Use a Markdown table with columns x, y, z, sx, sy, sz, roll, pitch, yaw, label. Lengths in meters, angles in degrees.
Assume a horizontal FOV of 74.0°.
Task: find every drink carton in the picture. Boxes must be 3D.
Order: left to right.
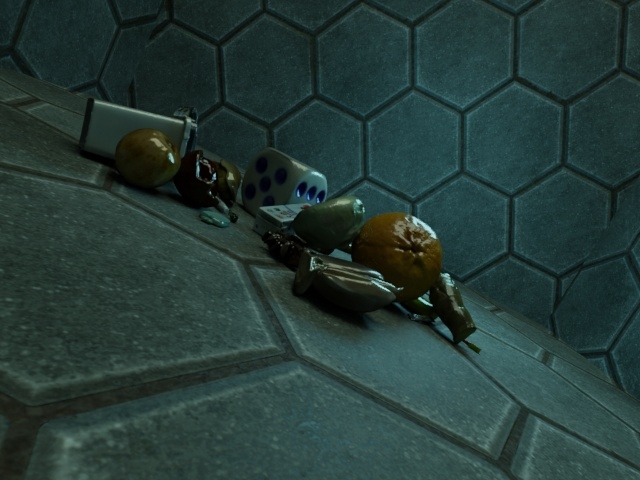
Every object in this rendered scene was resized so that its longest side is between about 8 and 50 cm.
| x | y | z | sx | sy | sz | roll | pitch | yaw | label |
| --- | --- | --- | --- | --- | --- | --- | --- | --- | --- |
| -0.111 | -0.072 | 1.705 | 0.130 | 0.107 | 0.315 | 30 | 24 | 29 | drink carton |

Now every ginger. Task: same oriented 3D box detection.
| x | y | z | sx | sy | sz | roll | pitch | yaw | label |
| --- | --- | --- | --- | --- | --- | --- | --- | --- | --- |
| 0.471 | 0.241 | 1.556 | 0.116 | 0.109 | 0.263 | 23 | 39 | -42 | ginger |

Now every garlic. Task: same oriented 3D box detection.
| x | y | z | sx | sy | sz | roll | pitch | yaw | label |
| --- | --- | --- | --- | --- | --- | --- | --- | --- | --- |
| 0.065 | 0.122 | 1.251 | 0.325 | 0.132 | 0.279 | 21 | 12 | -22 | garlic |

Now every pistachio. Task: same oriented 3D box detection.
| x | y | z | sx | sy | sz | roll | pitch | yaw | label |
| --- | --- | --- | --- | --- | --- | --- | --- | --- | --- |
| -0.431 | -0.253 | 1.863 | 0.166 | 0.197 | 0.288 | -16 | 27 | 0 | pistachio |

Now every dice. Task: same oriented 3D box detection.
| x | y | z | sx | sy | sz | roll | pitch | yaw | label |
| --- | --- | --- | --- | --- | --- | --- | --- | --- | --- |
| -0.168 | -0.226 | 1.948 | 0.304 | 0.304 | 0.277 | 33 | 11 | 34 | dice |

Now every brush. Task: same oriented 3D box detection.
| x | y | z | sx | sy | sz | roll | pitch | yaw | label |
| --- | --- | --- | --- | --- | --- | --- | --- | --- | --- |
| 0.546 | 0.381 | 1.555 | 0.083 | 0.019 | 0.021 | 32 | 1 | 26 | brush |

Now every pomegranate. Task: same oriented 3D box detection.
| x | y | z | sx | sy | sz | roll | pitch | yaw | label |
| --- | --- | --- | --- | --- | --- | --- | --- | --- | --- |
| -0.562 | -0.264 | 1.391 | 0.207 | 0.207 | 0.207 | 27 | 9 | -5 | pomegranate |

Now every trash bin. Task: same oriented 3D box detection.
| x | y | z | sx | sy | sz | roll | pitch | yaw | label |
| --- | --- | --- | --- | --- | --- | --- | --- | --- | --- |
| -0.658 | -0.395 | 1.556 | 0.367 | 0.296 | 0.256 | 11 | 10 | -37 | trash bin |

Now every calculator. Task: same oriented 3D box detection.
| x | y | z | sx | sy | sz | roll | pitch | yaw | label |
| --- | --- | --- | --- | --- | --- | --- | --- | --- | --- |
| -0.361 | -0.075 | 1.456 | 0.095 | 0.021 | 0.153 | 28 | 6 | 8 | calculator |

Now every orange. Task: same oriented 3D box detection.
| x | y | z | sx | sy | sz | roll | pitch | yaw | label |
| --- | --- | --- | --- | --- | --- | --- | --- | --- | --- |
| 0.283 | 0.058 | 1.560 | 0.340 | 0.341 | 0.293 | 26 | -23 | -6 | orange |

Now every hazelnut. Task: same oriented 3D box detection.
| x | y | z | sx | sy | sz | roll | pitch | yaw | label |
| --- | --- | --- | --- | --- | --- | --- | --- | --- | --- |
| -0.431 | -0.212 | 1.525 | 0.202 | 0.160 | 0.170 | 53 | 18 | -27 | hazelnut |

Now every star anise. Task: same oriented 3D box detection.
| x | y | z | sx | sy | sz | roll | pitch | yaw | label |
| --- | --- | --- | --- | --- | --- | --- | --- | --- | --- |
| -0.091 | 0.026 | 1.440 | 0.220 | 0.099 | 0.214 | 29 | 12 | 10 | star anise |

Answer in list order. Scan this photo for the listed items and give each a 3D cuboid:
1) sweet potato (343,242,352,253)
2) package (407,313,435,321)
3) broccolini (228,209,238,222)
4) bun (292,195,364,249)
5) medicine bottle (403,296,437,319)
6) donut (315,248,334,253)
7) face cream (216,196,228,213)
| x | y | z | sx | sy | sz | roll | pitch | yaw | label |
| --- | --- | --- | --- | --- | --- | --- | --- | --- | --- |
| 0.116 | 0.024 | 2.164 | 0.264 | 0.057 | 0.057 | 24 | 10 | -29 | sweet potato |
| 0.368 | 0.283 | 1.546 | 0.110 | 0.015 | 0.037 | 11 | 27 | -24 | package |
| -0.343 | -0.099 | 1.630 | 0.035 | 0.030 | 0.140 | 17 | 10 | -26 | broccolini |
| 0.042 | -0.047 | 1.548 | 0.283 | 0.283 | 0.179 | -3 | 75 | -72 | bun |
| 0.354 | 0.229 | 1.692 | 0.095 | 0.064 | 0.260 | -1 | 27 | -41 | medicine bottle |
| 0.000 | 0.000 | 1.910 | 0.166 | 0.073 | 0.184 | 21 | 12 | -26 | donut |
| -0.396 | -0.139 | 1.674 | 0.034 | 0.034 | 0.130 | 18 | 13 | -44 | face cream |
